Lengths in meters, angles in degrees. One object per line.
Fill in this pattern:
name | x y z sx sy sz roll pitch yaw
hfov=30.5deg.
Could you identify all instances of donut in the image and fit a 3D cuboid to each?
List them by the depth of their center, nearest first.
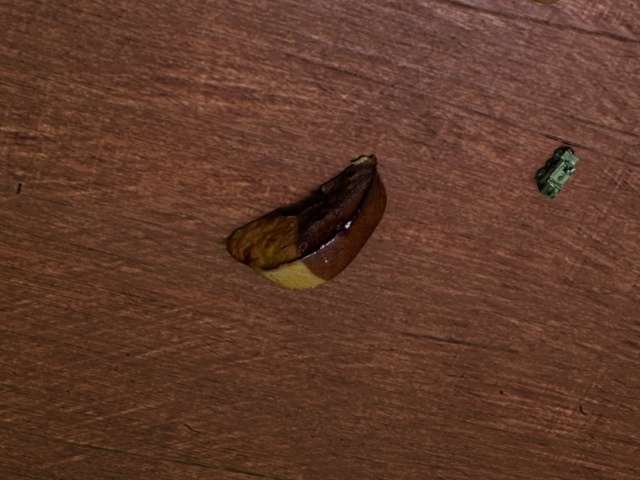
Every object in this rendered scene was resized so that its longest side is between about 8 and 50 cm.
donut | 0.000 0.000 1.921 0.295 0.151 0.112 -31 131 15

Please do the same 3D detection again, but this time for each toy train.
toy train | 0.389 -0.112 1.924 0.033 0.053 0.083 27 119 -20

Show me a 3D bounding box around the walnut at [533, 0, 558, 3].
walnut | 0.321 -0.391 1.716 0.096 0.082 0.079 28 90 -20
